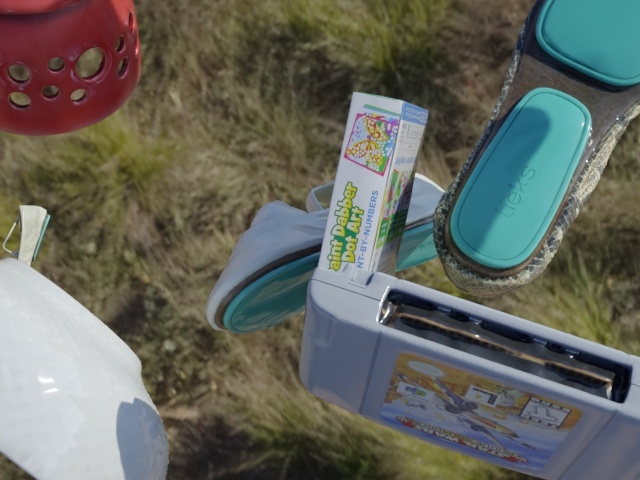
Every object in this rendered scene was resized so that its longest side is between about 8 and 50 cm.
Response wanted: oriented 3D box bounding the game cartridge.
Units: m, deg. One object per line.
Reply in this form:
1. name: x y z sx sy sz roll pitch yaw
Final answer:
1. game cartridge: 0.127 0.117 0.940 0.297 0.198 0.062 18 59 6

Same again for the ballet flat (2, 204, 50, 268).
1. ballet flat: -0.435 0.030 1.713 0.052 0.057 0.168 16 82 -17

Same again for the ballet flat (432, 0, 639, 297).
1. ballet flat: 0.265 -0.149 1.270 0.164 0.182 0.483 30 82 9

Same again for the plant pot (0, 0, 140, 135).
1. plant pot: -0.272 -0.225 1.141 0.191 0.174 0.191 2 48 -2

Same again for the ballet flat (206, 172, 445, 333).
1. ballet flat: 0.000 0.000 1.401 0.400 0.139 0.139 -19 39 -40

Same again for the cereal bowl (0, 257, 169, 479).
1. cereal bowl: -0.266 0.120 1.085 0.339 0.339 0.141 28 71 35

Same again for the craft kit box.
1. craft kit box: 0.051 -0.021 1.212 0.061 0.250 0.246 10 95 10
